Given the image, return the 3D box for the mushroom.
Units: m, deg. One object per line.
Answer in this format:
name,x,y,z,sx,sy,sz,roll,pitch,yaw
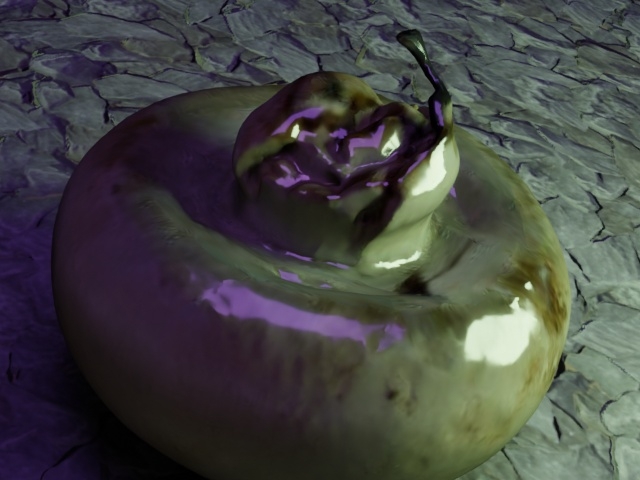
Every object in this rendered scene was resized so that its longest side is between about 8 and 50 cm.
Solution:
mushroom,0.000,0.000,0.983,0.362,0.294,0.362,10,36,-8
